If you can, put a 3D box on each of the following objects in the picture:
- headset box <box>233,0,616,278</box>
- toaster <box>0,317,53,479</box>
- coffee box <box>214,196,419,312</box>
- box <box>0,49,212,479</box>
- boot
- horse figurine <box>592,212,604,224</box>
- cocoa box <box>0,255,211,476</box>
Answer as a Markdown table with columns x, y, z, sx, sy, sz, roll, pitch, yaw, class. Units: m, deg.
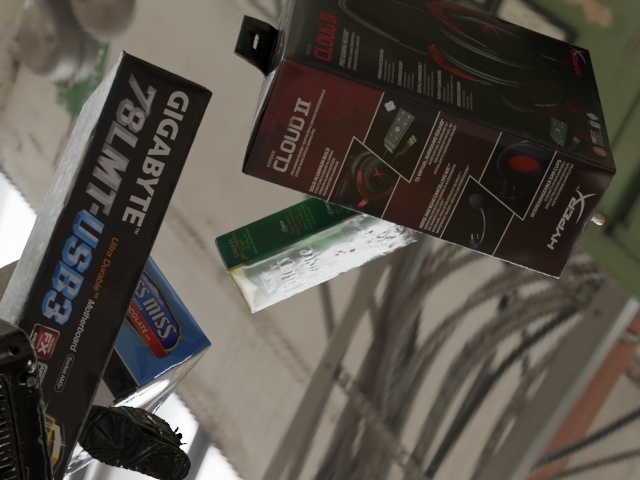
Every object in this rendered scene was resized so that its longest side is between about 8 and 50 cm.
| x | y | z | sx | sy | sz | roll | pitch | yaw | class |
| --- | --- | --- | --- | --- | --- | --- | --- | --- | --- |
| 0.071 | -0.111 | 1.108 | 0.293 | 0.110 | 0.218 | 18 | -148 | -6 | headset box |
| -0.218 | 0.130 | 0.629 | 0.185 | 0.168 | 0.110 | -20 | -153 | -34 | toaster |
| 0.000 | 0.000 | 1.311 | 0.184 | 0.113 | 0.040 | -22 | -115 | -2 | coffee box |
| -0.183 | 0.031 | 0.989 | 0.073 | 0.293 | 0.295 | 21 | 172 | -13 | box |
| -0.171 | 0.169 | 1.224 | 0.121 | 0.045 | 0.099 | 29 | -178 | -22 | boot |
| 0.277 | -0.130 | 1.681 | 0.174 | 0.066 | 0.263 | 21 | -136 | -45 | horse figurine |
| -0.346 | 0.167 | 1.886 | 0.228 | 0.347 | 0.231 | -28 | -103 | -36 | cocoa box |
